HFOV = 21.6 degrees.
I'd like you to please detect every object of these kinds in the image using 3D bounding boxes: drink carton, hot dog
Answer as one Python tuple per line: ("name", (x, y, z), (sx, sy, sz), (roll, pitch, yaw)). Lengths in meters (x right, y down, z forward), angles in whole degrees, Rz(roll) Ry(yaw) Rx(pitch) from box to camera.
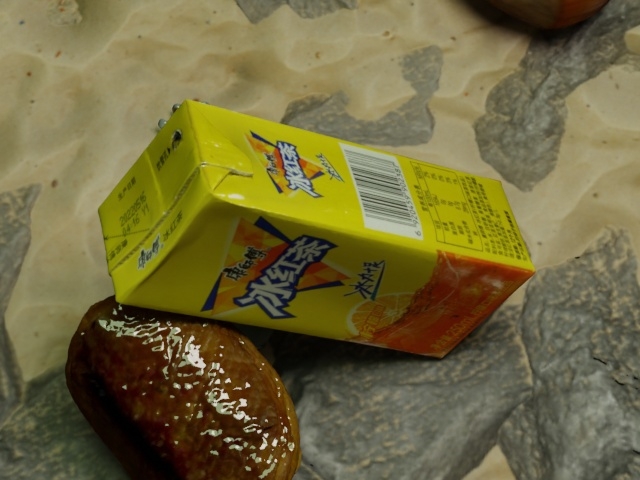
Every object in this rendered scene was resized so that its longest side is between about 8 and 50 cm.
("drink carton", (0.000, 0.000, 1.437), (0.351, 0.154, 0.111), (12, 46, -37))
("hot dog", (-0.120, 0.141, 1.429), (0.160, 0.099, 0.227), (-35, 92, 7))

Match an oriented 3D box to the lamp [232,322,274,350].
("lamp", (-0.087, 0.059, 1.517), (0.105, 0.105, 0.105), (1, 57, -2))

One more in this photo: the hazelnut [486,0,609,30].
("hazelnut", (0.239, -0.323, 1.738), (0.214, 0.176, 0.214), (-1, 52, 2))

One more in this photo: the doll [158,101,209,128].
("doll", (-0.127, -0.093, 1.653), (0.057, 0.039, 0.114), (17, 41, -27))
